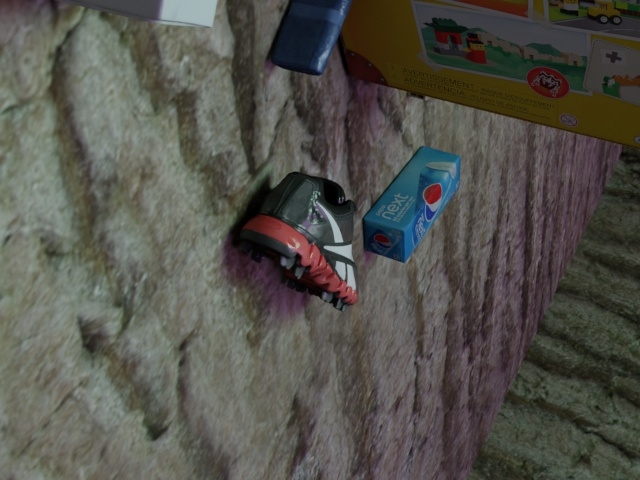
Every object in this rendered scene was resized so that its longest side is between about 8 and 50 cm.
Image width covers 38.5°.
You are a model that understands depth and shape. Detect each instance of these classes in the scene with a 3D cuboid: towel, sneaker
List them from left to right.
[{"bbox_3d":[-0.006,-0.239,1.003,0.029,0.067,0.120,35,74,-63],"label":"towel"},{"bbox_3d":[0.000,0.000,1.139,0.135,0.097,0.276,-64,153,-11],"label":"sneaker"}]

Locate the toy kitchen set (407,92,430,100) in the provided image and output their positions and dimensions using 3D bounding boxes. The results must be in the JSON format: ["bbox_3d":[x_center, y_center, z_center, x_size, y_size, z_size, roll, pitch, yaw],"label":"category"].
[{"bbox_3d":[0.151,-0.235,1.332,0.083,0.068,0.075,-33,135,-54],"label":"toy kitchen set"}]

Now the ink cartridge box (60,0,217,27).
[{"bbox_3d":[-0.132,-0.252,0.659,0.072,0.127,0.175,-17,123,-64],"label":"ink cartridge box"}]

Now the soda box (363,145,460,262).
[{"bbox_3d":[0.147,-0.061,1.438,0.210,0.071,0.067,-50,148,-39],"label":"soda box"}]

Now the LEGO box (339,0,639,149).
[{"bbox_3d":[0.250,-0.310,0.974,0.193,0.500,0.372,-60,153,-24],"label":"LEGO box"}]
